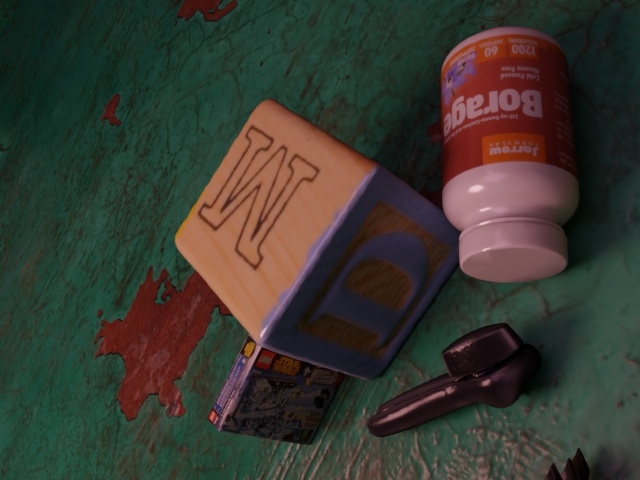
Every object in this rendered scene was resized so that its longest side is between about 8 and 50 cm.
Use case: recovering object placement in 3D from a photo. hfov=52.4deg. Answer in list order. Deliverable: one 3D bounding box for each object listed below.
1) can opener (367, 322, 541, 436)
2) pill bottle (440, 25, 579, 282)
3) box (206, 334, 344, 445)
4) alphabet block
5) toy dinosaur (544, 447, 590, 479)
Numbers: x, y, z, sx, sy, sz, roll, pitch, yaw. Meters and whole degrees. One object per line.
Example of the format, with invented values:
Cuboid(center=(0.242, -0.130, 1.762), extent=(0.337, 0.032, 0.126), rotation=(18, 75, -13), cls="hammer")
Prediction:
Cuboid(center=(0.120, 0.138, 0.605), extent=(0.186, 0.059, 0.073), rotation=(-38, 76, 35), cls="can opener")
Cuboid(center=(0.174, -0.077, 0.605), extent=(0.121, 0.121, 0.216), rotation=(-15, 62, 37), cls="pill bottle")
Cuboid(center=(-0.042, 0.159, 0.677), extent=(0.027, 0.137, 0.094), rotation=(27, 89, 45), cls="box")
Cuboid(center=(0.000, 0.000, 0.679), extent=(0.193, 0.192, 0.197), rotation=(-55, 46, 5), cls="alphabet block")
Cuboid(center=(0.219, 0.249, 0.404), extent=(0.218, 0.164, 0.322), rotation=(34, 73, 29), cls="toy dinosaur")
